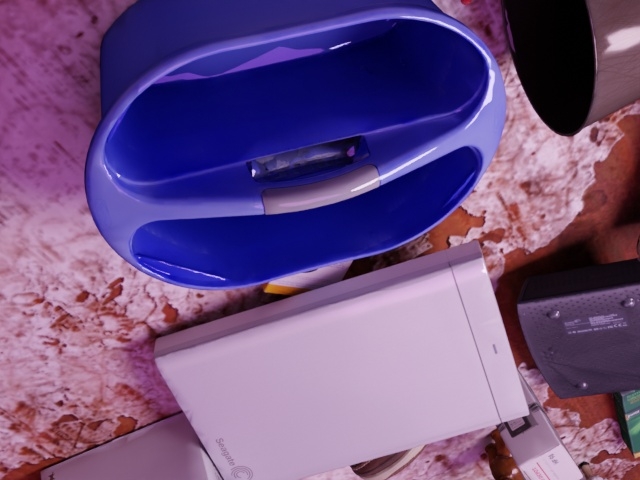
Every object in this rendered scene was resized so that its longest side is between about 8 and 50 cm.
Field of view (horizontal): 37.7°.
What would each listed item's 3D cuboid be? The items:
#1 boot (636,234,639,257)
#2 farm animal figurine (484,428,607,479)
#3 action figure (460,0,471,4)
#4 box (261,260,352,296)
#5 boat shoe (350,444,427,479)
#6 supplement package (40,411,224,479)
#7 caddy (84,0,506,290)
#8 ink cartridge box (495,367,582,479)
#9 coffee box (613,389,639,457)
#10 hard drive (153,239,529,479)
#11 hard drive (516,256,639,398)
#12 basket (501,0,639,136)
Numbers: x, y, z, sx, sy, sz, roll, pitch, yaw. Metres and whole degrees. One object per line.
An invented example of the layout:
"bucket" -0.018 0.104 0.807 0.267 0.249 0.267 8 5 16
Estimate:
"boot" 0.530 -0.097 1.002 0.378 0.138 0.284 -6 131 -12
"farm animal figurine" 0.253 0.444 1.355 0.327 0.172 0.330 27 116 -38
"action figure" 0.124 -0.245 0.783 0.038 0.030 0.115 -12 138 -4
"box" 0.000 0.000 0.956 0.081 0.028 0.136 10 123 -29
"boat shoe" 0.103 0.181 1.128 0.095 0.095 0.257 30 109 -23
"supplement package" -0.189 0.342 1.102 0.194 0.149 0.203 -23 136 -1
"caddy" -0.022 -0.086 0.764 0.341 0.179 0.241 -14 133 -9
"ink cartridge box" 0.267 0.250 1.180 0.060 0.180 0.104 -32 135 8
"coffee box" 0.484 0.235 1.350 0.113 0.040 0.184 -25 135 1
"hard drive" 0.029 0.149 1.020 0.353 0.047 0.233 -17 124 8
"hard drive" 0.339 0.110 1.133 0.172 0.054 0.254 -11 142 20
"basket" 0.290 -0.217 0.797 0.227 0.154 0.204 -22 137 -7
